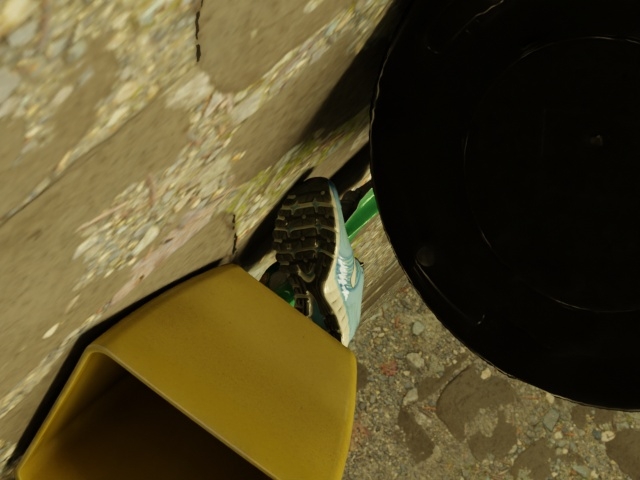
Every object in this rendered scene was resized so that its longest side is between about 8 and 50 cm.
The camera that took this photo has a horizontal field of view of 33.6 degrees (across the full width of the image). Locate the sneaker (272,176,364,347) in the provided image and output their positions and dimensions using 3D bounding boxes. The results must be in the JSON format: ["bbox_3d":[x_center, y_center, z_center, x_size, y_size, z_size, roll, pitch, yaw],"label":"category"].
[{"bbox_3d":[0.004,0.020,0.934,0.073,0.063,0.162,-35,125,-56],"label":"sneaker"}]

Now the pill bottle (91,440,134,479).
[{"bbox_3d":[-0.238,0.273,0.987,0.208,0.117,0.117,-47,171,7],"label":"pill bottle"}]

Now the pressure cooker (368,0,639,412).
[{"bbox_3d":[0.279,-0.097,0.841,0.420,0.375,0.370,-32,162,-53],"label":"pressure cooker"}]

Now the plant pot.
[{"bbox_3d":[-0.090,0.147,0.879,0.212,0.212,0.187,-53,-179,40],"label":"plant pot"}]

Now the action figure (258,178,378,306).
[{"bbox_3d":[0.000,0.000,1.011,0.232,0.063,0.137,-46,174,-22],"label":"action figure"}]
